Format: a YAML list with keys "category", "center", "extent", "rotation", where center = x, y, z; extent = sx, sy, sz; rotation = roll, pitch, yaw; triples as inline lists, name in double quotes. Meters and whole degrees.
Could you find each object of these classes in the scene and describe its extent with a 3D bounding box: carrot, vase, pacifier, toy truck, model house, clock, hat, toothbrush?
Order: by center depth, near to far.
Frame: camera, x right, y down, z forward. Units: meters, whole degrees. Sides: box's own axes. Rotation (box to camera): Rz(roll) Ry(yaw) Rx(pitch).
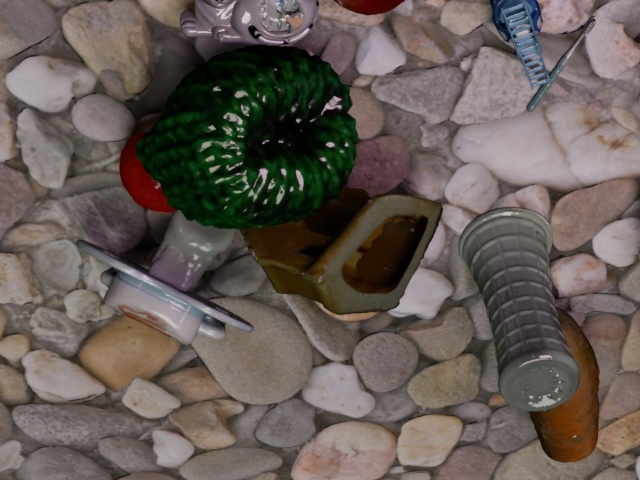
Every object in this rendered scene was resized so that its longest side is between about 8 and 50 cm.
- category: "clock"
  center: [-0.088, -0.314, 1.859]
  extent: [0.176, 0.080, 0.117]
  rotation: [3, 129, -5]
- category: "toy truck"
  center: [0.266, -0.268, 1.931]
  extent: [0.063, 0.074, 0.136]
  rotation: [-20, 130, 12]
- category: "hat"
  center: [-0.139, -0.129, 1.944]
  extent: [0.274, 0.242, 0.332]
  rotation: [-3, 177, -45]
- category: "toothbrush"
  center: [0.326, -0.236, 2.002]
  extent: [0.011, 0.014, 0.167]
  rotation: [29, 124, -6]
- category: "model house"
  center: [-0.004, -0.006, 2.026]
  extent: [0.268, 0.239, 0.173]
  rotation: [8, 98, -56]
- category: "vase"
  center: [0.288, 0.100, 2.099]
  extent: [0.143, 0.299, 0.143]
  rotation: [-3, 131, -3]
- category: "pacifier"
  center: [-0.202, 0.027, 2.109]
  extent: [0.279, 0.227, 0.207]
  rotation: [27, 92, -2]
- category: "carrot"
  center: [0.379, 0.228, 2.334]
  extent: [0.138, 0.139, 0.302]
  rotation: [-16, 137, 9]

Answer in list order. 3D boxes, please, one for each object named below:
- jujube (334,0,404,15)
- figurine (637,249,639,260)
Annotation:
- category: "jujube"
  center: [0.040, -0.381, 1.768]
  extent: [0.155, 0.155, 0.230]
  rotation: [-25, 123, 16]
- category: "figurine"
  center: [0.526, -0.019, 2.138]
  extent: [0.147, 0.126, 0.192]
  rotation: [13, 113, -3]
